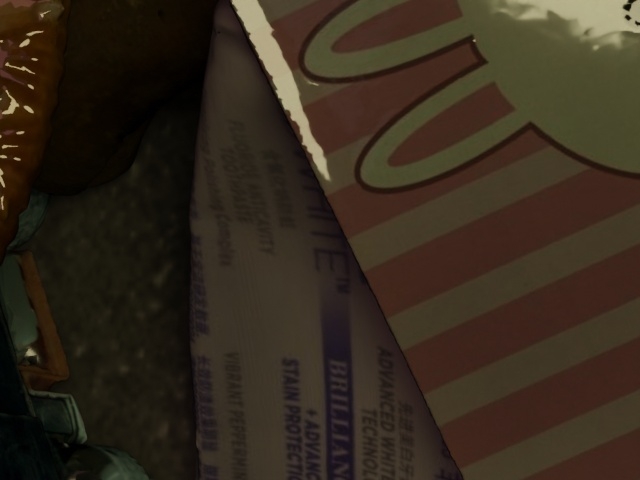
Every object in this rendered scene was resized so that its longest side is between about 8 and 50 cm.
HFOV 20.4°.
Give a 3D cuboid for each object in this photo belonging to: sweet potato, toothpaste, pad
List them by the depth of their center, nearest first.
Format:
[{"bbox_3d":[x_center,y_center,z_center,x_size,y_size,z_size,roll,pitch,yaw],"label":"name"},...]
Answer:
[{"bbox_3d":[0.081,-0.072,0.516,0.202,0.005,0.300,-25,97,4],"label":"pad"},{"bbox_3d":[-0.001,-0.001,0.580,0.099,0.068,0.282,28,122,55],"label":"toothpaste"},{"bbox_3d":[0.001,-0.086,0.634,0.285,0.085,0.112,-7,108,17],"label":"sweet potato"}]

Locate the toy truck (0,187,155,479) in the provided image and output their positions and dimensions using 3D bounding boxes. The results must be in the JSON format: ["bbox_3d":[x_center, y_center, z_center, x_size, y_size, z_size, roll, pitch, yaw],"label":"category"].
[{"bbox_3d":[-0.191,0.032,0.676,0.162,0.136,0.305,-33,64,26],"label":"toy truck"}]

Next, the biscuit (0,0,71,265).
[{"bbox_3d":[-0.210,-0.059,0.600,0.305,0.038,0.305,-7,77,29],"label":"biscuit"}]
